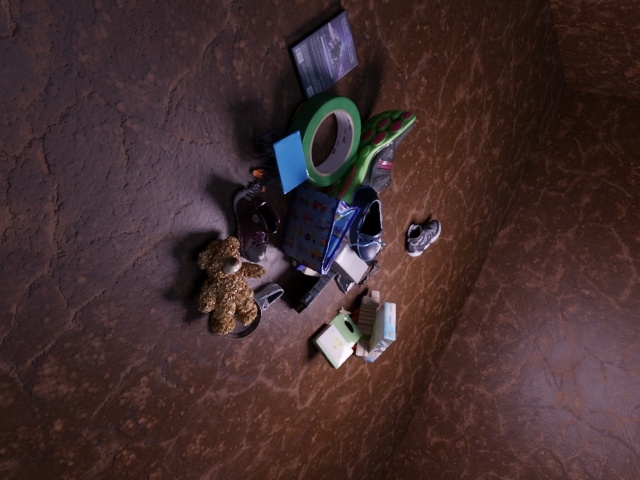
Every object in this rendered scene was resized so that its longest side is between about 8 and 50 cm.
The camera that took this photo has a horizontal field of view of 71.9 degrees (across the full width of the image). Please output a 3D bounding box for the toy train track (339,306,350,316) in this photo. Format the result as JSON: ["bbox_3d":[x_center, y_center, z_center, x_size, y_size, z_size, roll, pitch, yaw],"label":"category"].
[{"bbox_3d":[0.122,0.347,2.138,0.083,0.014,0.048,19,62,-45],"label":"toy train track"}]

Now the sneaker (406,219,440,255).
[{"bbox_3d":[0.559,-0.046,2.390,0.268,0.101,0.153,-45,141,-20],"label":"sneaker"}]

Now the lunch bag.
[{"bbox_3d":[-0.028,-0.027,1.601,0.138,0.220,0.294,16,97,-53],"label":"lunch bag"}]

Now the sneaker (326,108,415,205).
[{"bbox_3d":[0.209,-0.318,1.771,0.483,0.185,0.202,-53,141,1],"label":"sneaker"}]

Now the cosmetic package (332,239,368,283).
[{"bbox_3d":[0.095,0.079,1.890,0.107,0.127,0.238,-55,140,-13],"label":"cosmetic package"}]

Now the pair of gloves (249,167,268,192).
[{"bbox_3d":[-0.205,-0.200,1.469,0.074,0.010,0.083,-6,116,-52],"label":"pair of gloves"}]

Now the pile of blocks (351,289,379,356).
[{"bbox_3d":[0.201,0.422,2.247,0.112,0.149,0.363,13,91,-9],"label":"pile of blocks"}]

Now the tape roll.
[{"bbox_3d":[0.017,-0.356,1.575,0.321,0.077,0.322,-33,138,-36],"label":"tape roll"}]

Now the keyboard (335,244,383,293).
[{"bbox_3d":[0.198,0.125,2.116,0.317,0.033,0.202,-48,133,-20],"label":"keyboard"}]

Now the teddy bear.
[{"bbox_3d":[-0.293,0.160,1.447,0.244,0.113,0.338,0,111,-31],"label":"teddy bear"}]

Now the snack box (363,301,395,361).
[{"bbox_3d":[0.290,0.462,2.202,0.322,0.060,0.187,113,-13,-54],"label":"snack box"}]

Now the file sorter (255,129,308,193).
[{"bbox_3d":[-0.130,-0.262,1.436,0.118,0.104,0.170,-39,133,-37],"label":"file sorter"}]

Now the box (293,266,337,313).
[{"bbox_3d":[-0.023,0.206,1.804,0.191,0.045,0.184,-46,175,-22],"label":"box"}]

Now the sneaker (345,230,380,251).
[{"bbox_3d":[0.162,-0.047,1.864,0.108,0.169,0.292,-56,140,-9],"label":"sneaker"}]

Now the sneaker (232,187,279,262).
[{"bbox_3d":[-0.199,-0.022,1.449,0.106,0.162,0.282,-35,133,-34],"label":"sneaker"}]

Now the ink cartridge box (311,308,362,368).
[{"bbox_3d":[0.093,0.462,2.088,0.235,0.056,0.171,-39,98,-27],"label":"ink cartridge box"}]

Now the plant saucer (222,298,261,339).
[{"bbox_3d":[-0.293,0.271,1.573,0.168,0.029,0.169,-8,110,-23],"label":"plant saucer"}]

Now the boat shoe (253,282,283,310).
[{"bbox_3d":[-0.216,0.230,1.651,0.184,0.063,0.066,-32,132,-36],"label":"boat shoe"}]

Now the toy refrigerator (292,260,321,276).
[{"bbox_3d":[0.000,0.000,1.740,0.102,0.094,0.270,16,104,-48],"label":"toy refrigerator"}]

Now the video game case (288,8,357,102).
[{"bbox_3d":[0.017,-0.620,1.489,0.274,0.026,0.196,-46,139,-24],"label":"video game case"}]

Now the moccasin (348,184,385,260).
[{"bbox_3d":[0.176,-0.043,1.702,0.137,0.117,0.342,-21,130,-12],"label":"moccasin"}]
